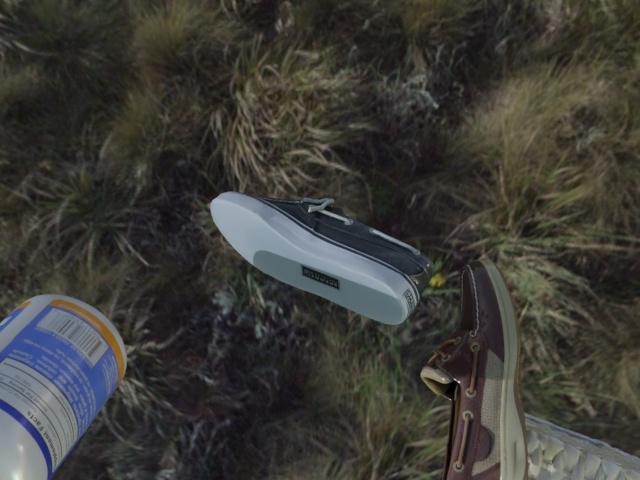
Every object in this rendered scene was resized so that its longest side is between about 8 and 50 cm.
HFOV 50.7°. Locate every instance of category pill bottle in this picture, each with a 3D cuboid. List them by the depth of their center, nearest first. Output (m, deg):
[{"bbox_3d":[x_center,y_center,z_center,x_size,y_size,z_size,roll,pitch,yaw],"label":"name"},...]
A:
[{"bbox_3d":[-0.330,0.188,0.706,0.152,0.152,0.272,14,32,7],"label":"pill bottle"}]

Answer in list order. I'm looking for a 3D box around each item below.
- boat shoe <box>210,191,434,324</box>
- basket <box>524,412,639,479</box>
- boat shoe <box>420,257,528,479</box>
[{"bbox_3d":[0.000,-0.003,0.881,0.306,0.113,0.105,21,50,25],"label":"boat shoe"},{"bbox_3d":[0.368,0.458,1.022,0.328,0.266,0.331,21,82,3],"label":"basket"},{"bbox_3d":[0.198,0.178,0.917,0.123,0.123,0.342,2,63,2],"label":"boat shoe"}]
